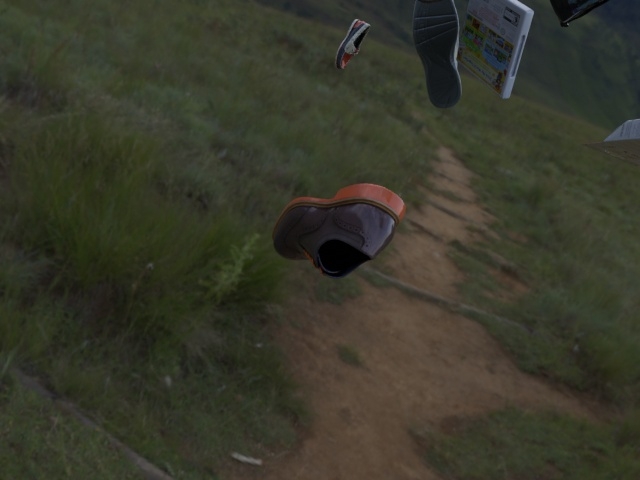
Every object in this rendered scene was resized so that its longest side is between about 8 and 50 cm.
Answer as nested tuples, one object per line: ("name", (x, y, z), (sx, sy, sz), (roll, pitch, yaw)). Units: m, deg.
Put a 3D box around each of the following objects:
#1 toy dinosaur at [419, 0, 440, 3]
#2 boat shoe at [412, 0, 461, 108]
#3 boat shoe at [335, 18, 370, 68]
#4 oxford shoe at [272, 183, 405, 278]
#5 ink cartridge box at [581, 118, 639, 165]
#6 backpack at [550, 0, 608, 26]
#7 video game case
("toy dinosaur", (0.086, -0.480, 1.112), (0.313, 0.121, 0.160), (29, 49, 25))
("boat shoe", (0.305, -0.507, 1.827), (0.118, 0.321, 0.103), (-12, 32, 10))
("boat shoe", (0.083, -0.507, 1.831), (0.043, 0.137, 0.049), (31, 9, 24))
("oxford shoe", (0.000, 0.000, 0.952), (0.096, 0.271, 0.099), (33, 65, -21))
("ink cartridge box", (0.772, -0.229, 1.663), (0.188, 0.066, 0.232), (17, 3, -19))
("backpack", (0.632, -0.631, 1.578), (0.191, 0.253, 0.225), (58, 30, -22))
("video game case", (0.401, -0.475, 1.644), (0.026, 0.207, 0.227), (-8, 39, -20))
